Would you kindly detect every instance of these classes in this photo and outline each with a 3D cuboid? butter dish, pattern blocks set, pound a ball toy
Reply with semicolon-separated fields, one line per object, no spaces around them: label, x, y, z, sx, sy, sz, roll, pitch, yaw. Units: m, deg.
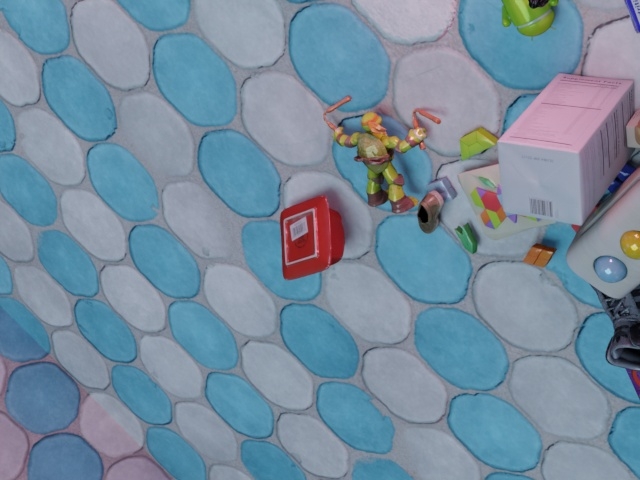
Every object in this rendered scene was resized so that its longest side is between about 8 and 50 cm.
butter dish;0.000;0.000;2.339;0.160;0.118;0.160;-19;70;48
pattern blocks set;0.345;-0.075;2.038;0.285;0.026;0.325;53;141;-2
pound a ball toy;0.564;-0.012;1.781;0.208;0.136;0.319;35;142;-1

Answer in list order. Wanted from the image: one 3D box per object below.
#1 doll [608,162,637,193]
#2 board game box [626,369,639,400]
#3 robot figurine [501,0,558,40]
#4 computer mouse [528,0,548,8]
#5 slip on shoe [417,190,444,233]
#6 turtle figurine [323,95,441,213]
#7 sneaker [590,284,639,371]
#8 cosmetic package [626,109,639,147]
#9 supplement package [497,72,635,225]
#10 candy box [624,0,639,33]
doll;0.563;-0.068;1.873;0.189;0.046;0.129;37;140;9
board game box;0.697;0.307;1.964;0.347;0.056;0.208;-3;112;67
robot figurine;0.332;-0.378;1.786;0.101;0.067;0.115;-21;109;34
computer mouse;0.338;-0.460;1.701;0.106;0.042;0.193;-25;108;3
slip on shoe;0.205;-0.048;2.158;0.051;0.041;0.135;49;159;14
turtle figurine;0.122;-0.159;2.121;0.269;0.087;0.217;5;126;36
sneaker;0.536;0.125;1.972;0.268;0.153;0.101;46;139;-1
cosmetic package;0.554;-0.175;1.782;0.115;0.060;0.041;8;129;32
supplement package;0.400;-0.152;1.784;0.139;0.244;0.134;13;130;32
candy box;0.574;-0.394;1.426;0.317;0.268;0.122;-7;115;43
